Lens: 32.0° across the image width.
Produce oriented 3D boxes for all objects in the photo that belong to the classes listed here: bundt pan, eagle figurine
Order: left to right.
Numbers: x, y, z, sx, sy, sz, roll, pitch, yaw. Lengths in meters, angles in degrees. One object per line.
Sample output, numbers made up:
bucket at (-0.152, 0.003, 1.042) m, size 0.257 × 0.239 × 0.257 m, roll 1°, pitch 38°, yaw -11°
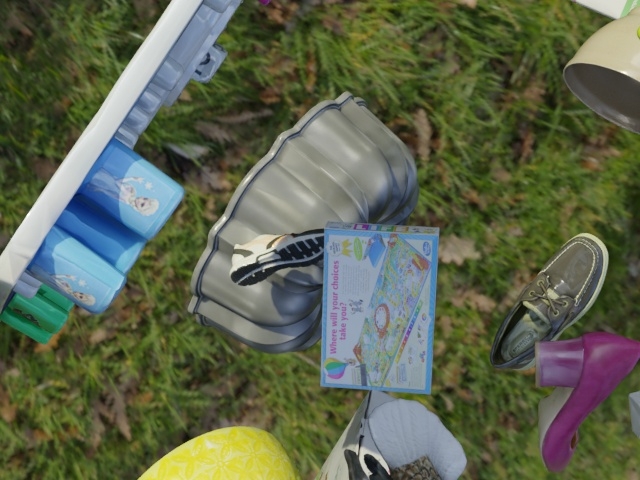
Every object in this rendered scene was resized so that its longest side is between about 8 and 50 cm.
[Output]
bundt pan at (0.000, 0.000, 1.301) m, size 0.331 × 0.124 × 0.331 m, roll -49°, pitch 164°, yaw -19°
eagle figurine at (0.093, 0.268, 0.898) m, size 0.226 × 0.298 × 0.225 m, roll -28°, pitch 98°, yaw -24°

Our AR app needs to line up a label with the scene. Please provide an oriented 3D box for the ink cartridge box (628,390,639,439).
ink cartridge box at (0.493, 0.216, 1.401) m, size 0.180 × 0.104 × 0.060 m, roll -14°, pitch 110°, yaw -5°

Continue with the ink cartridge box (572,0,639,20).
ink cartridge box at (0.387, -0.407, 1.546) m, size 0.201 × 0.278 × 0.117 m, roll -41°, pitch 154°, yaw -52°

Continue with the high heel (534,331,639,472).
high heel at (0.309, 0.192, 1.288) m, size 0.117 × 0.082 × 0.244 m, roll -2°, pitch 131°, yaw 11°

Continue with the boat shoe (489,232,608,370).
boat shoe at (0.301, 0.090, 1.487) m, size 0.073 × 0.080 × 0.224 m, roll -13°, pitch 140°, yaw -56°

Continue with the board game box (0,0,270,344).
board game box at (-0.069, -0.114, 0.667) m, size 0.050 × 0.390 × 0.390 m, roll 33°, pitch 75°, yaw -11°

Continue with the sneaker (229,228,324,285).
sneaker at (-0.039, 0.006, 1.088) m, size 0.109 × 0.044 × 0.040 m, roll -17°, pitch 136°, yaw 9°

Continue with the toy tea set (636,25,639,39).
toy tea set at (0.457, -0.304, 1.070) m, size 0.200 × 0.124 × 0.336 m, roll 24°, pitch 124°, yaw -28°

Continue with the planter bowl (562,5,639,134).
planter bowl at (0.387, -0.209, 1.334) m, size 0.162 × 0.162 × 0.109 m, roll 35°, pitch 83°, yaw -32°

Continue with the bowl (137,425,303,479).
bowl at (-0.112, 0.389, 1.360) m, size 0.289 × 0.156 × 0.290 m, roll -22°, pitch 131°, yaw -29°

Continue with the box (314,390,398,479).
box at (0.062, 0.389, 1.683) m, size 0.126 × 0.262 × 0.231 m, roll 29°, pitch 110°, yaw -3°

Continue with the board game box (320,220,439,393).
board game box at (0.054, 0.062, 1.023) m, size 0.103 × 0.026 × 0.154 m, roll 4°, pitch 107°, yaw 7°
